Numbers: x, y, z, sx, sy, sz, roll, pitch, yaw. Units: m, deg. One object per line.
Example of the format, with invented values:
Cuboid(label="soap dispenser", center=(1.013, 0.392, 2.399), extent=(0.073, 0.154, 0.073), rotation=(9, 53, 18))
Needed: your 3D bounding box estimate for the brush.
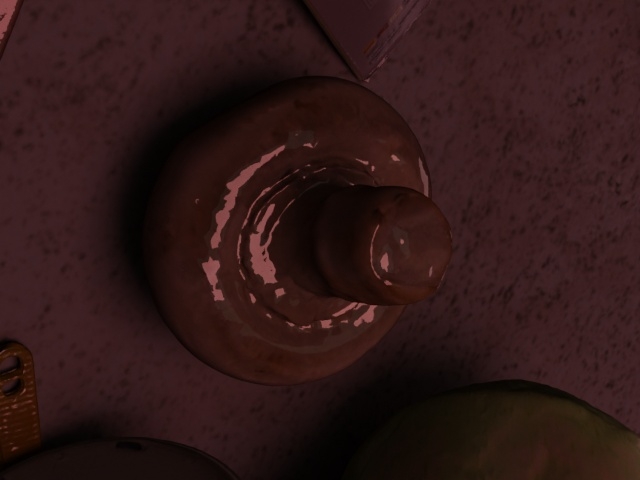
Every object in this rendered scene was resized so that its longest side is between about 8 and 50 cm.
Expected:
Cuboid(label="brush", center=(-0.196, 0.165, 1.018), extent=(0.082, 0.010, 0.218), rotation=(-19, 118, -31))

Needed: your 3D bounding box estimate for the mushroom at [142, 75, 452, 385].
Cuboid(label="mushroom", center=(0.002, -0.002, 0.994), extent=(0.206, 0.209, 0.206), rotation=(-36, 131, -55))

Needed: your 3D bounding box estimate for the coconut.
Cuboid(label="coconut", center=(0.127, 0.270, 1.112), extent=(0.281, 0.328, 0.328), rotation=(20, 96, -2))

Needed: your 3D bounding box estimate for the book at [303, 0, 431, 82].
Cuboid(label="book", center=(0.032, -0.200, 1.023), extent=(0.127, 0.014, 0.181), rotation=(-52, 144, -8))

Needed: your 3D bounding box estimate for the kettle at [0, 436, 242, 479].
Cuboid(label="kettle", center=(-0.093, 0.304, 1.003), extent=(0.265, 0.205, 0.318), rotation=(-16, 121, -16))

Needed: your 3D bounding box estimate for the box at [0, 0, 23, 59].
Cuboid(label="box", center=(-0.195, -0.148, 0.888), extent=(0.048, 0.025, 0.115), rotation=(18, 95, -35))
